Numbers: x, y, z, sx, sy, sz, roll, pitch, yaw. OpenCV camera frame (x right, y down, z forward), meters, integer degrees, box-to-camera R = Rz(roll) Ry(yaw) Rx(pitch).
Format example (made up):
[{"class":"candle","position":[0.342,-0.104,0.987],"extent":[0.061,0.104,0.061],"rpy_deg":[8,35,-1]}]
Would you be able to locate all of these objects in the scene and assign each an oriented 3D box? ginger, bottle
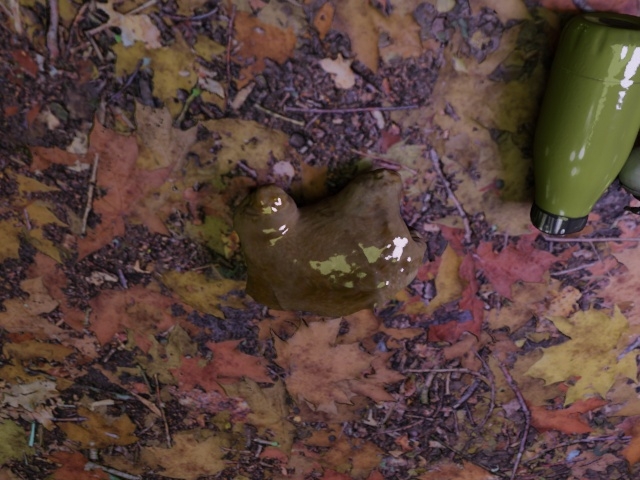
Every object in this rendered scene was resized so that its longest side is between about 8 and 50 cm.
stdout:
[{"class":"ginger","position":[0.000,0.000,0.801],"extent":[0.275,0.130,0.221],"rpy_deg":[-38,104,18]},{"class":"bottle","position":[0.314,-0.128,0.709],"extent":[0.111,0.112,0.260],"rpy_deg":[4,123,1]}]

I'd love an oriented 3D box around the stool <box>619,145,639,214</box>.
[{"class":"stool","position":[0.433,-0.121,0.696],"extent":[0.121,0.125,0.217],"rpy_deg":[28,129,-25]}]
